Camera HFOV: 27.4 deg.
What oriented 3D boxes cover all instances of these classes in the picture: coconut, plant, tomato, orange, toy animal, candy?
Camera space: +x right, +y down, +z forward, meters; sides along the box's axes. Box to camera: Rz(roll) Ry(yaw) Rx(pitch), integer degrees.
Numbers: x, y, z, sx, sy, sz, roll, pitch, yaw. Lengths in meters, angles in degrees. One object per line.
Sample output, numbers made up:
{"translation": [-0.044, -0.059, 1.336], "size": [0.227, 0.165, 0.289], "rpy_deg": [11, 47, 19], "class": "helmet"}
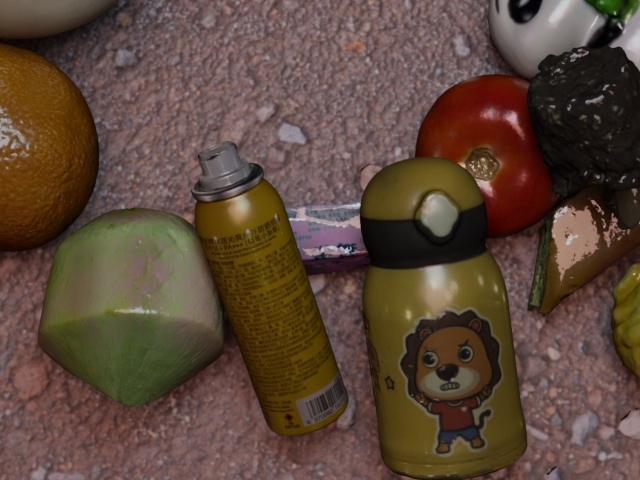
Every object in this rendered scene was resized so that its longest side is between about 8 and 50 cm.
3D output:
{"translation": [-0.214, 0.082, 1.528], "size": [0.236, 0.204, 0.235], "rpy_deg": [11, 62, -22], "class": "coconut"}
{"translation": [0.313, -0.116, 1.446], "size": [0.203, 0.131, 0.142], "rpy_deg": [55, 50, -31], "class": "plant"}
{"translation": [0.206, -0.101, 1.565], "size": [0.195, 0.136, 0.195], "rpy_deg": [3, 101, 17], "class": "tomato"}
{"translation": [-0.388, -0.113, 1.550], "size": [0.264, 0.264, 0.264], "rpy_deg": [0, 82, 2], "class": "orange"}
{"translation": [0.331, -0.260, 1.550], "size": [0.267, 0.212, 0.212], "rpy_deg": [33, 85, 6], "class": "toy animal"}
{"translation": [0.000, 0.000, 1.587], "size": [0.160, 0.092, 0.073], "rpy_deg": [-7, 78, 5], "class": "candy"}

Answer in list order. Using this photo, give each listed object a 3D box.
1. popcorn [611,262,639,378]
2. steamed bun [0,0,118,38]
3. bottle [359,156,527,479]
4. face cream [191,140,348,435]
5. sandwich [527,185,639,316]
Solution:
{"translation": [0.454, 0.078, 1.533], "size": [0.226, 0.200, 0.203], "rpy_deg": [-29, 51, 28], "class": "popcorn"}
{"translation": [-0.374, -0.389, 1.560], "size": [0.375, 0.241, 0.374], "rpy_deg": [8, 54, -11], "class": "steamed bun"}
{"translation": [0.127, 0.081, 1.480], "size": [0.172, 0.171, 0.351], "rpy_deg": [-10, 102, 1], "class": "bottle"}
{"translation": [-0.065, 0.052, 1.499], "size": [0.105, 0.105, 0.348], "rpy_deg": [-19, 112, -1], "class": "face cream"}
{"translation": [0.337, -0.019, 1.577], "size": [0.258, 0.094, 0.096], "rpy_deg": [-36, 84, -2], "class": "sandwich"}
